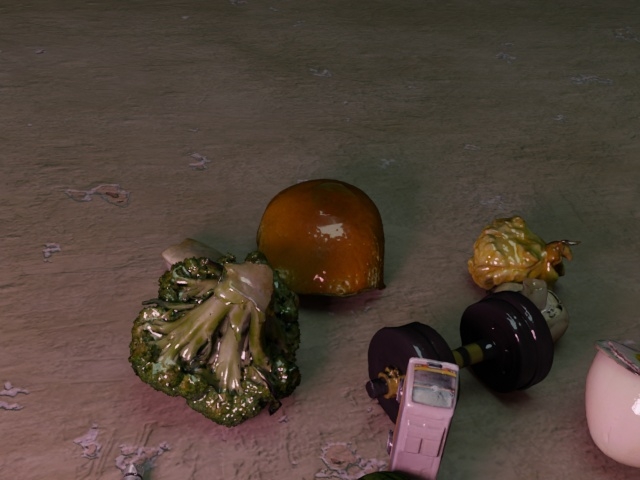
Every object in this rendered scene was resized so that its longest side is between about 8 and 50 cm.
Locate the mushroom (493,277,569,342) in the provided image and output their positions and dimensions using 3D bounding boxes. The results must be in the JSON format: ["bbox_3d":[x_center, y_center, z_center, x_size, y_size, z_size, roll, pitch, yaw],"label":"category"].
[{"bbox_3d":[0.406,0.134,1.932,0.154,0.122,0.154,10,28,-5],"label":"mushroom"}]

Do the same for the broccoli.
[{"bbox_3d":[-0.162,0.139,1.668,0.304,0.283,0.321,9,51,-17],"label":"broccoli"}]

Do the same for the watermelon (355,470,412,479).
[{"bbox_3d":[0.103,0.425,1.434,0.141,0.140,0.187,-14,59,-29],"label":"watermelon"}]

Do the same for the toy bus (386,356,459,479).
[{"bbox_3d":[0.148,0.300,1.505,0.092,0.268,0.106,10,39,3],"label":"toy bus"}]

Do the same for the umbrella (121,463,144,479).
[{"bbox_3d":[-0.288,0.401,1.456,0.050,0.046,0.188,40,26,-23],"label":"umbrella"}]

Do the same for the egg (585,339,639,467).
[{"bbox_3d":[0.563,0.296,1.699,0.286,0.174,0.264,12,20,-46],"label":"egg"}]

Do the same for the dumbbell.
[{"bbox_3d":[0.244,0.205,1.741,0.388,0.185,0.185,-14,40,-30],"label":"dumbbell"}]

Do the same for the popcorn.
[{"bbox_3d":[0.408,0.039,2.044,0.195,0.173,0.168,25,24,16],"label":"popcorn"}]

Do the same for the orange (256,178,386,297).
[{"bbox_3d":[-0.001,-0.009,2.030,0.263,0.196,0.334,-2,40,8],"label":"orange"}]

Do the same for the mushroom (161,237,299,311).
[{"bbox_3d":[-0.173,0.086,1.922,0.312,0.081,0.100,26,34,32],"label":"mushroom"}]
